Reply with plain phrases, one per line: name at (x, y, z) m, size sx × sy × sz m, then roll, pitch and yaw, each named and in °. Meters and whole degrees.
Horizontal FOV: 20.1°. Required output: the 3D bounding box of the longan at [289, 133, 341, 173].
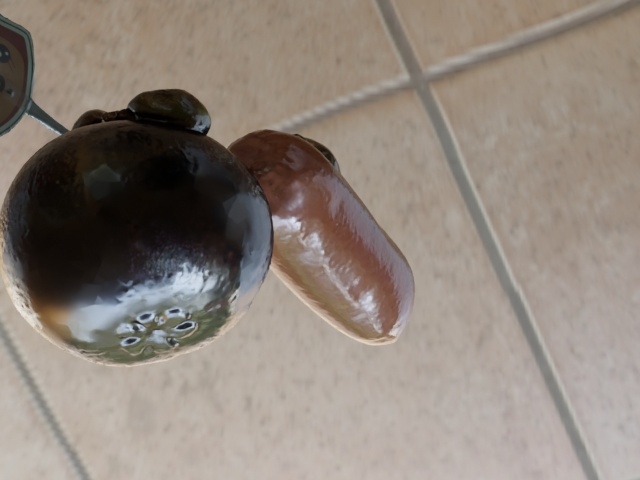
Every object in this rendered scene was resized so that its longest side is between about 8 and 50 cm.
longan at (-0.032, -0.054, 1.629) m, size 0.113 × 0.092 × 0.113 m, roll 2°, pitch 131°, yaw 3°

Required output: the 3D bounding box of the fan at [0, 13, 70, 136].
fan at (-0.279, -0.134, 1.601) m, size 0.009 × 0.132 × 0.220 m, roll -19°, pitch 134°, yaw 43°

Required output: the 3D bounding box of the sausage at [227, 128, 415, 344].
sausage at (0.000, 0.000, 1.099) m, size 0.077 × 0.077 × 0.194 m, roll -27°, pitch 138°, yaw 12°

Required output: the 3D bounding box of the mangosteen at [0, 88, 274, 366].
mangosteen at (-0.101, -0.010, 0.978) m, size 0.152 × 0.152 × 0.152 m, roll 1°, pitch 112°, yaw 1°
